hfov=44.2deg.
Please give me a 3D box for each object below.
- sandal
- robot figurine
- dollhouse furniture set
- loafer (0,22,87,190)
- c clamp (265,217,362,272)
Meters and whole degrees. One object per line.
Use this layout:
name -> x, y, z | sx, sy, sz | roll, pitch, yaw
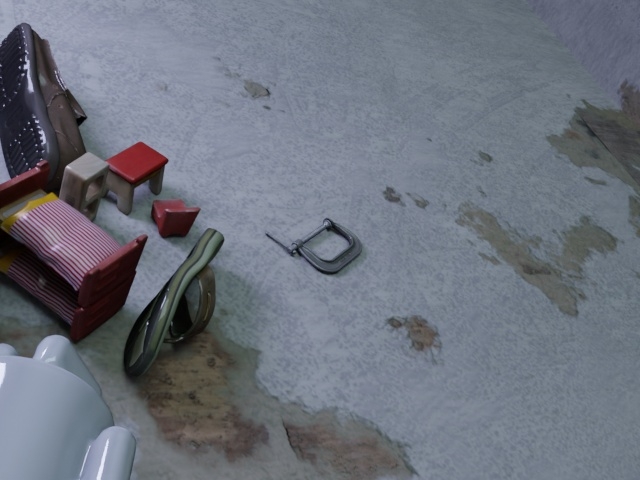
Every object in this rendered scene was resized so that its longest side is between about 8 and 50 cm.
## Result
sandal -> -0.193, 0.086, 1.165 | 0.086, 0.120, 0.302 | 39, 37, -9
robot figurine -> -0.332, 0.261, 0.804 | 0.300, 0.199, 0.353 | -12, 38, 15
dollhouse furniture set -> -0.314, -0.041, 1.200 | 0.201, 0.152, 0.374 | 34, 38, 8
loafer -> -0.480, -0.218, 1.350 | 0.130, 0.134, 0.365 | 24, 39, -51
c clamp -> 0.000, 0.000, 1.446 | 0.137, 0.022, 0.161 | 42, 41, 18
